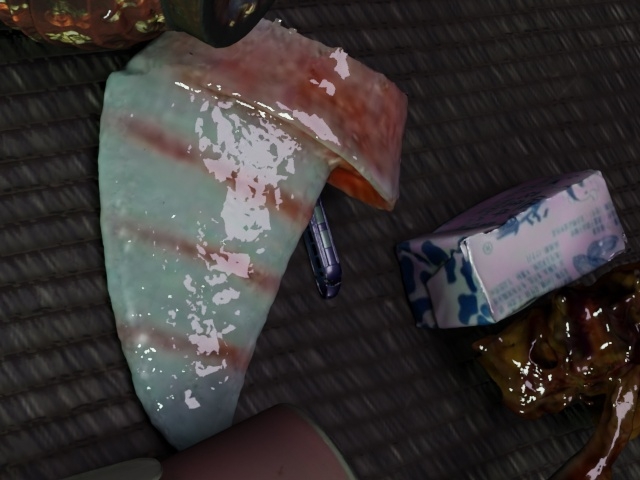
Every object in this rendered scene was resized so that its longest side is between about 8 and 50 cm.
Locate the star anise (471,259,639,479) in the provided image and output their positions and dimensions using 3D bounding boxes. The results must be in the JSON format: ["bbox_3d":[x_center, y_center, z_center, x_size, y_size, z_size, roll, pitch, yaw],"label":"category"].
[{"bbox_3d":[0.190,0.108,0.930,0.346,0.237,0.148,-31,72,-13],"label":"star anise"}]

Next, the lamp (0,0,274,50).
[{"bbox_3d":[-0.119,-0.224,0.746,0.247,0.247,0.247,6,78,-33],"label":"lamp"}]

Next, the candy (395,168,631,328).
[{"bbox_3d":[0.144,0.006,0.959,0.160,0.092,0.073,-25,98,-33],"label":"candy"}]

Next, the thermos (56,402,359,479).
[{"bbox_3d":[-0.107,0.196,0.723,0.265,0.146,0.176,-20,121,-26],"label":"thermos"}]

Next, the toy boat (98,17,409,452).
[{"bbox_3d":[-0.065,-0.003,0.836,0.206,0.096,0.282,22,83,-15],"label":"toy boat"}]

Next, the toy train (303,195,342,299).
[{"bbox_3d":[0.000,0.000,0.906,0.017,0.017,0.083,-17,92,-34],"label":"toy train"}]
